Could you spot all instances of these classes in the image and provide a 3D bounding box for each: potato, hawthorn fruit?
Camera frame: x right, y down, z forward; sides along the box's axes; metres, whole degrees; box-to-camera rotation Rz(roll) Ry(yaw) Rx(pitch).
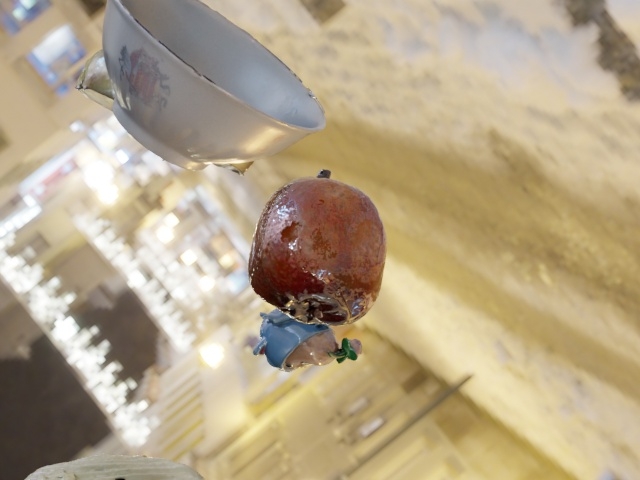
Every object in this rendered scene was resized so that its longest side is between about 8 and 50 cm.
[{"bbox_3d":[-0.148,-0.143,1.489,0.200,0.081,0.164,30,175,-19],"label":"potato"},{"bbox_3d":[0.000,0.000,1.654,0.169,0.188,0.169,11,159,4],"label":"hawthorn fruit"}]

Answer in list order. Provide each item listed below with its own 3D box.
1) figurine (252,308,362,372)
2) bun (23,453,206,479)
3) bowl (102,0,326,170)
[{"bbox_3d":[-0.004,0.119,2.055,0.144,0.178,0.114,32,-167,12],"label":"figurine"},{"bbox_3d":[-0.230,0.338,1.557,0.273,0.272,0.168,-131,40,-59],"label":"bun"},{"bbox_3d":[-0.096,-0.107,1.047,0.189,0.086,0.189,34,-163,-11],"label":"bowl"}]
